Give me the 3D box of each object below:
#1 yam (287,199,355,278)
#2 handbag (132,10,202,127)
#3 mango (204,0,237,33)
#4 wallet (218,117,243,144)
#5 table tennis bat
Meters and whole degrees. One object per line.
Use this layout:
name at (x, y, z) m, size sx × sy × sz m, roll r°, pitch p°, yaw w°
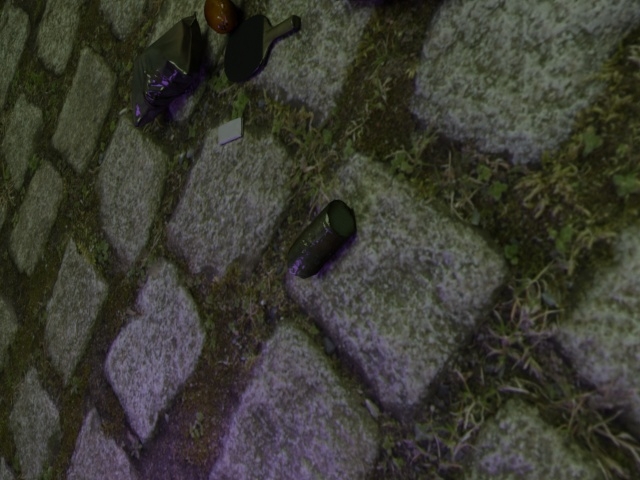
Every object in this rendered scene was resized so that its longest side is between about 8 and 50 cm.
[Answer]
yam at (0.000, 0.000, 1.187) m, size 0.146 × 0.070 × 0.069 m, roll -48°, pitch 51°, yaw 31°
handbag at (-0.363, -0.387, 1.622) m, size 0.270 × 0.117 × 0.182 m, roll -33°, pitch 46°, yaw 39°
mango at (-0.218, -0.500, 1.525) m, size 0.077 × 0.063 × 0.127 m, roll -60°, pitch 40°, yaw 28°
wallet at (-0.193, -0.232, 1.482) m, size 0.083 × 0.011 × 0.044 m, roll -11°, pitch 74°, yaw 47°
table tennis bat at (-0.129, -0.411, 1.441) m, size 0.246 × 0.022 × 0.138 m, roll -12°, pitch 74°, yaw 47°
